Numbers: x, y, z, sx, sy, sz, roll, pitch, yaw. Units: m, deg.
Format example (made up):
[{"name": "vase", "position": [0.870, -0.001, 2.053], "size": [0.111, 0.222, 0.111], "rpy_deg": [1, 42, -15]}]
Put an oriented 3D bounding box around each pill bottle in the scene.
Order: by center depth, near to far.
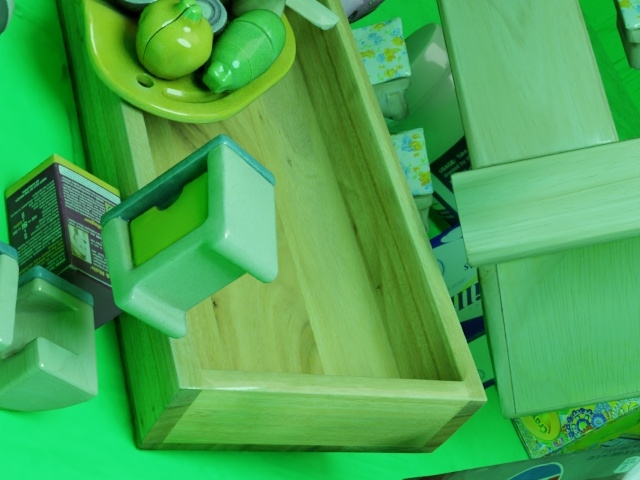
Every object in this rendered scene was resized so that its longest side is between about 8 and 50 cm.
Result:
[{"name": "pill bottle", "position": [0.166, -0.092, 1.318], "size": [0.264, 0.153, 0.153], "rpy_deg": [43, 25, -16]}]

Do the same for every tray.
[{"name": "tray", "position": [-0.051, -0.055, 0.840], "size": [0.202, 0.076, 0.411], "rpy_deg": [6, 49, -30]}]

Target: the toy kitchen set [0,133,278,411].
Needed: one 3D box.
[{"name": "toy kitchen set", "position": [-0.147, -0.035, 0.578], "size": [0.207, 0.166, 0.122], "rpy_deg": [37, 30, -42]}]

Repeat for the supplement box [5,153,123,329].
[{"name": "supplement box", "position": [-0.140, 0.002, 0.708], "size": [0.055, 0.043, 0.083], "rpy_deg": [34, 31, -45]}]

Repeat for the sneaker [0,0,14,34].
[{"name": "sneaker", "position": [-0.255, -0.145, 0.650], "size": [0.222, 0.083, 0.118], "rpy_deg": [45, 43, -45]}]

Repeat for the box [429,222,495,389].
[{"name": "box", "position": [0.145, 0.052, 1.131], "size": [0.072, 0.126, 0.137], "rpy_deg": [42, 26, -38]}]

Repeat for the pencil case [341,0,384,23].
[{"name": "pencil case", "position": [-0.054, -0.384, 1.265], "size": [0.167, 0.160, 0.386], "rpy_deg": [-30, 87, -34]}]

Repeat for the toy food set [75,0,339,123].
[{"name": "toy food set", "position": [-0.064, -0.163, 0.819], "size": [0.128, 0.071, 0.218], "rpy_deg": [39, 41, 2]}]

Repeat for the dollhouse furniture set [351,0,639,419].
[{"name": "dollhouse furniture set", "position": [0.173, -0.101, 0.986], "size": [0.256, 0.362, 0.394], "rpy_deg": [72, 9, -56]}]

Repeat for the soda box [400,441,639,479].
[{"name": "soda box", "position": [0.099, 0.179, 0.689], "size": [0.092, 0.263, 0.083], "rpy_deg": [-35, 93, -29]}]

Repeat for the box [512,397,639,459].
[{"name": "box", "position": [0.347, 0.089, 1.300], "size": [0.290, 0.279, 0.177], "rpy_deg": [16, 46, -58]}]
